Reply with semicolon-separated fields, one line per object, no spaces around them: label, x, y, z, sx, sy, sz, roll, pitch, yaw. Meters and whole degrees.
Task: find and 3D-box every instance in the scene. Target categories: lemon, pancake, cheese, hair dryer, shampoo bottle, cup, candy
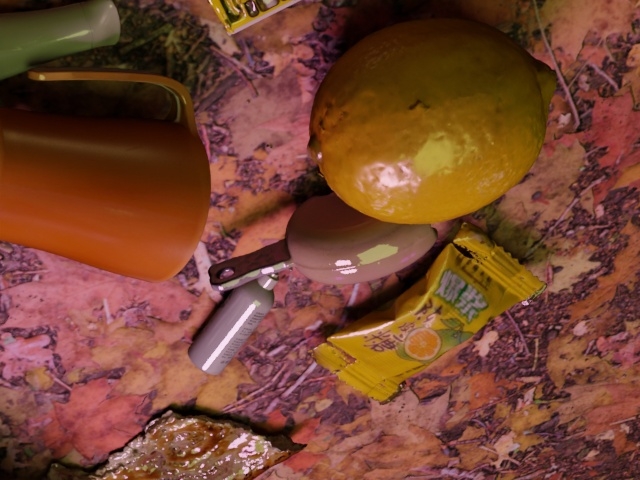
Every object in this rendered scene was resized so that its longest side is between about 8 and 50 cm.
lemon;0.120;-0.132;1.390;0.263;0.236;0.236;9;126;-9
pancake;-0.203;0.317;1.764;0.377;0.054;0.197;-13;131;-12
cheese;0.000;0.000;1.518;0.286;0.163;0.082;-17;119;3
hair dryer;-0.312;-0.147;1.337;0.206;0.075;0.237;-15;140;-18
shampoo bottle;-0.098;0.089;1.612;0.056;0.056;0.195;22;117;-34
cup;-0.246;-0.078;1.316;0.264;0.182;0.226;10;100;-40
candy;0.146;0.110;1.705;0.297;0.081;0.187;-42;129;15

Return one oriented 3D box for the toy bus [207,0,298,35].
toy bus;-0.020;-0.304;1.300;0.226;0.081;0.074;-28;138;-1
